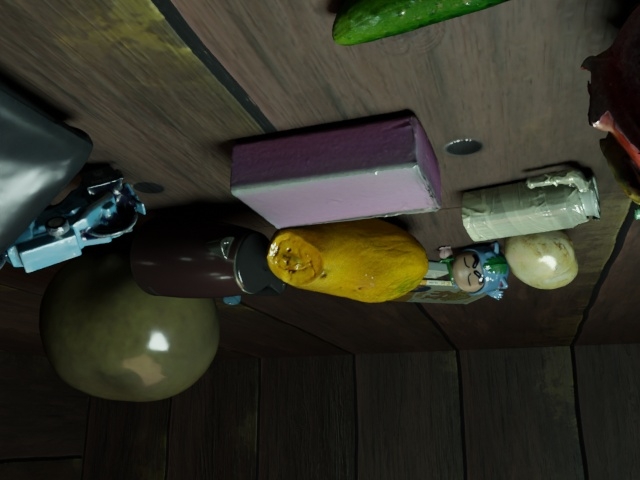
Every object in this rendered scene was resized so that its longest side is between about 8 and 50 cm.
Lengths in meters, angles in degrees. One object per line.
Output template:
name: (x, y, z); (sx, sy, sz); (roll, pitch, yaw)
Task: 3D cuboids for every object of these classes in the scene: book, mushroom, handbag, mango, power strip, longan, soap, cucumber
book: (0.305, 0.138, 1.743); (0.295, 0.020, 0.208); (3, 162, -12)
mushroom: (0.415, 0.028, 1.214); (0.147, 0.112, 0.148); (21, 157, 10)
handbag: (-0.438, -0.114, 0.701); (0.178, 0.275, 0.302); (42, -179, 24)
mango: (0.049, 0.026, 1.116); (0.359, 0.144, 0.187); (8, -166, -38)
power strip: (0.186, 0.058, 1.459); (0.252, 0.027, 0.060); (7, 162, -21)
longan: (-0.386, 0.163, 1.317); (0.360, 0.361, 0.361); (0, 163, 0)
soap: (0.025, -0.086, 0.893); (0.259, 0.081, 0.181); (-5, 162, 20)
cucumber: (0.109, -0.213, 0.529); (0.250, 0.056, 0.056); (-9, 161, 32)

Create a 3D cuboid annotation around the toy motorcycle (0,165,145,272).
toy motorcycle: (-0.400, -0.030, 0.926); (0.272, 0.182, 0.124); (-20, 134, -25)

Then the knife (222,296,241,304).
knife: (-0.263, 0.121, 1.676); (0.058, 0.032, 0.244); (5, 160, 13)

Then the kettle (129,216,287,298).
kettle: (-0.184, 0.047, 1.120); (0.232, 0.144, 0.202); (4, 149, 32)

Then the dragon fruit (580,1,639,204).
dragon fruit: (0.392, -0.113, 0.547); (0.290, 0.250, 0.269); (17, 138, -29)

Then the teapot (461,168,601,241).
teapot: (0.322, -0.062, 0.997); (0.200, 0.077, 0.107); (-10, 141, 28)

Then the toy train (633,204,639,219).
toy train: (0.539, -0.061, 0.980); (0.122, 0.081, 0.050); (-5, 154, 14)

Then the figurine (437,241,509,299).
figurine: (0.314, 0.067, 1.376); (0.144, 0.114, 0.178); (4, 171, -8)
